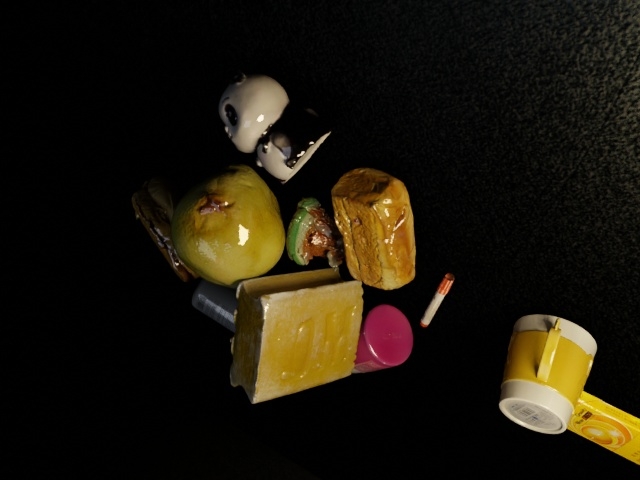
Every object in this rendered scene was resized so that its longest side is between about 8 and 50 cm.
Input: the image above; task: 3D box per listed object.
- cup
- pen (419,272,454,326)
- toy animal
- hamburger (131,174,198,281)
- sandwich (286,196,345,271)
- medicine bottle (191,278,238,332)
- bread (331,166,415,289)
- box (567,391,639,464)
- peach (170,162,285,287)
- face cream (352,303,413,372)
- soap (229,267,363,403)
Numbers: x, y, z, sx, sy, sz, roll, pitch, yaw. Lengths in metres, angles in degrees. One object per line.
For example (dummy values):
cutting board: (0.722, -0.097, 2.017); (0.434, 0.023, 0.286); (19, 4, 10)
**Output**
cup: (0.504, 0.286, 1.225); (0.185, 0.226, 0.241); (15, 147, 27)
pen: (0.301, 0.159, 1.421); (0.028, 0.028, 0.239); (28, 144, 12)
toy animal: (-0.112, -0.252, 1.186); (0.235, 0.165, 0.187); (37, 162, -4)
hamburger: (-0.427, -0.034, 1.623); (0.305, 0.174, 0.284); (56, 176, -30)
sandwich: (-0.001, -0.007, 1.419); (0.159, 0.109, 0.185); (23, 142, 22)
medicine bottle: (-0.286, 0.232, 1.880); (0.288, 0.157, 0.157); (31, 144, 8)
bread: (0.134, -0.020, 1.271); (0.166, 0.132, 0.295); (12, 139, 32)
box: (0.749, 0.484, 1.401); (0.269, 0.043, 0.152); (24, 143, 15)
peach: (-0.238, -0.029, 1.407); (0.281, 0.315, 0.315); (-17, 99, 1)
face cream: (0.142, 0.288, 1.571); (0.175, 0.175, 0.195); (44, 143, -10)
soap: (-0.058, 0.235, 1.417); (0.156, 0.334, 0.294); (28, 114, 47)
